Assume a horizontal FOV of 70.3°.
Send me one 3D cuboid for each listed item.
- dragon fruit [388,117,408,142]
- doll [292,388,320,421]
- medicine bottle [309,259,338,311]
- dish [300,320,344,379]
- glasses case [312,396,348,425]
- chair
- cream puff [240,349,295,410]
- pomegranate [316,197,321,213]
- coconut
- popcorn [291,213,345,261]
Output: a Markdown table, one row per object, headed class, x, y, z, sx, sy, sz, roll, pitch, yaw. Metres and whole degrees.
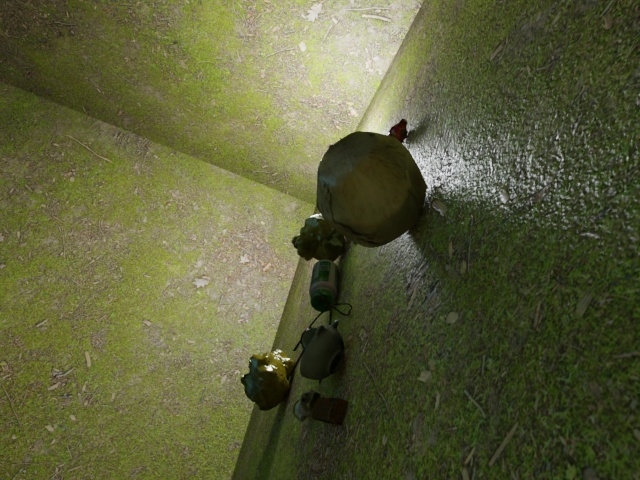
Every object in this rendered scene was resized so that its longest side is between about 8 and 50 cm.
| class | x | y | z | sx | sy | sz | roll | pitch | yaw |
| --- | --- | --- | --- | --- | --- | --- | --- | --- | --- |
| dragon fruit | 0.335 | -0.460 | 1.937 | 0.116 | 0.081 | 0.086 | -64 | -1 | 39 |
| doll | -0.055 | 0.625 | 1.712 | 0.129 | 0.081 | 0.207 | -65 | 2 | -37 |
| medicine bottle | 0.017 | 0.213 | 2.137 | 0.274 | 0.133 | 0.133 | -84 | 16 | -60 |
| dish | 0.033 | 0.397 | 1.590 | 0.228 | 0.086 | 0.236 | -52 | -32 | -22 |
| glasses case | 0.025 | 0.547 | 1.465 | 0.218 | 0.049 | 0.075 | 129 | 160 | -67 |
| chair | -0.007 | 0.386 | 1.751 | 0.170 | 0.160 | 0.325 | -82 | 14 | -53 |
| cream puff | -0.251 | 0.730 | 2.378 | 0.274 | 0.270 | 0.323 | 63 | 144 | 32 |
| pomegranate | 0.086 | -0.222 | 2.590 | 0.215 | 0.215 | 0.215 | -159 | 90 | -83 |
| coconut | 0.161 | -0.151 | 1.422 | 0.352 | 0.353 | 0.352 | -159 | 90 | -83 |
| popcorn | -0.003 | 0.004 | 2.350 | 0.225 | 0.277 | 0.276 | 37 | -107 | -77 |
